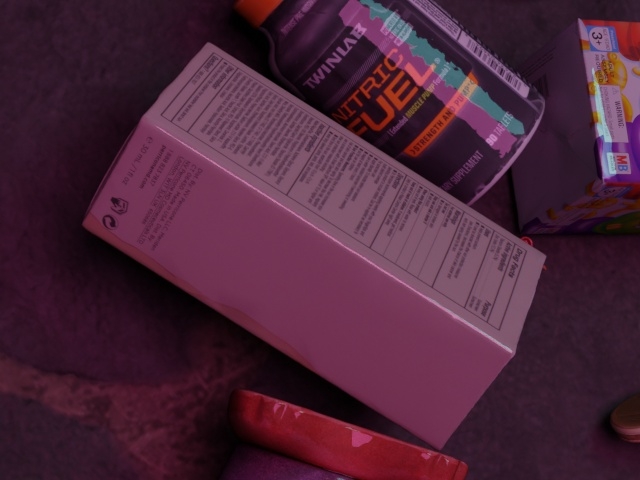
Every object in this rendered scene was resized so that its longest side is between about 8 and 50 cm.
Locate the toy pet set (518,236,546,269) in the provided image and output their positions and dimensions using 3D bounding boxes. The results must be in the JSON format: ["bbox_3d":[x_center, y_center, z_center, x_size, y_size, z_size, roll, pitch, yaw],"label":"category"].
[{"bbox_3d":[0.124,0.025,1.462,0.122,0.065,0.114,18,72,-17],"label":"toy pet set"}]

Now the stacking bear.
[{"bbox_3d":[-0.030,0.269,1.300,0.175,0.164,0.289,19,83,-10],"label":"stacking bear"}]

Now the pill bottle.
[{"bbox_3d":[0.048,-0.141,1.433,0.246,0.130,0.130,39,67,-10],"label":"pill bottle"}]

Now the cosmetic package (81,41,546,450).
[{"bbox_3d":[0.000,0.000,1.329,0.309,0.113,0.160,34,31,-1],"label":"cosmetic package"}]

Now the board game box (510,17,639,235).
[{"bbox_3d":[0.311,-0.089,1.515,0.275,0.144,0.142,0,74,-22],"label":"board game box"}]

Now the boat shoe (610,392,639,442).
[{"bbox_3d":[0.312,0.151,1.522,0.153,0.056,0.048,-14,115,-29],"label":"boat shoe"}]
